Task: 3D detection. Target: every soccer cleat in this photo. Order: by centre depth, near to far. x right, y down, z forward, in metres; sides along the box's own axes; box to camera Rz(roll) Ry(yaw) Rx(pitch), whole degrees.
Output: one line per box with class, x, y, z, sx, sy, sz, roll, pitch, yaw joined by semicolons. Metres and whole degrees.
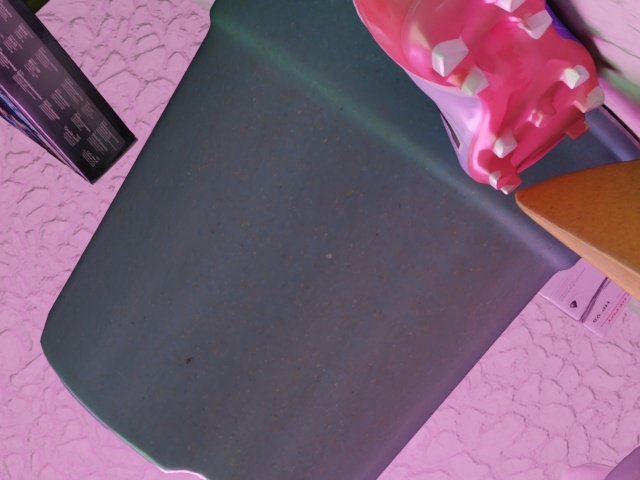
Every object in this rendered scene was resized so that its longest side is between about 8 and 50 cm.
soccer cleat;0.070;-0.093;0.538;0.095;0.083;0.248;53;-171;20

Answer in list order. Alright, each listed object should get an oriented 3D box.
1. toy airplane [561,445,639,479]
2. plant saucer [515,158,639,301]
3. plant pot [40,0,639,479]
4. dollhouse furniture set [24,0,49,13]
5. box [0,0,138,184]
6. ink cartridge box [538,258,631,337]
toy airplane;0.392;0.221;1.032;0.384;0.272;0.386;3;172;-6
plant saucer;0.302;0.077;0.577;0.333;0.081;0.333;32;-175;-33
plant pot;0.000;0.000;0.808;0.341;0.334;0.341;35;-177;-2
dollhouse furniture set;-0.258;-0.315;0.736;0.301;0.151;0.197;41;169;1
box;-0.242;-0.148;0.786;0.175;0.051;0.220;33;166;37
ink cartridge box;0.277;0.030;1.175;0.060;0.104;0.180;37;-176;40
